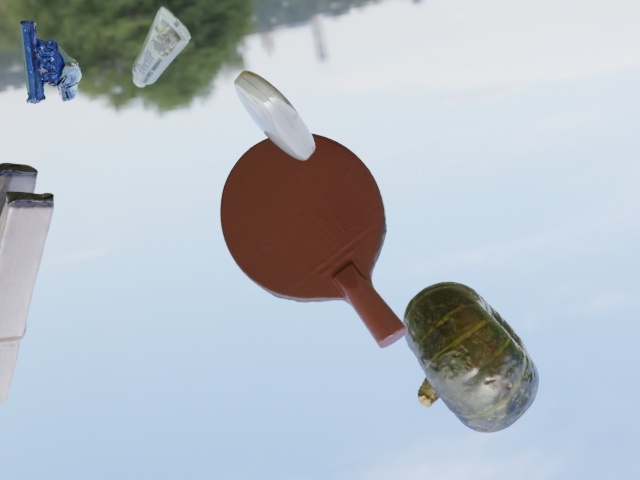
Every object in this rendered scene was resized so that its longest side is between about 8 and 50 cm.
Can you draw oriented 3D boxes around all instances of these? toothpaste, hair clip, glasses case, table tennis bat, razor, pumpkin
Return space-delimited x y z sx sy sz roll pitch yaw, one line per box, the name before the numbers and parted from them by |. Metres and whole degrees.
toothpaste | -0.259 -0.297 2.403 0.037 0.067 0.255 -42 -178 -26
hair clip | -0.427 0.062 1.999 0.085 0.331 0.101 -3 -147 -41
glasses case | -0.049 -0.135 1.664 0.041 0.063 0.164 -47 153 -3
table tennis bat | 0.000 0.000 1.852 0.200 0.310 0.038 -37 161 2
razor | -0.318 -0.203 1.874 0.056 0.093 0.324 -5 180 -3
pumpkin | 0.232 0.200 2.470 0.189 0.260 0.260 -42 -171 7
